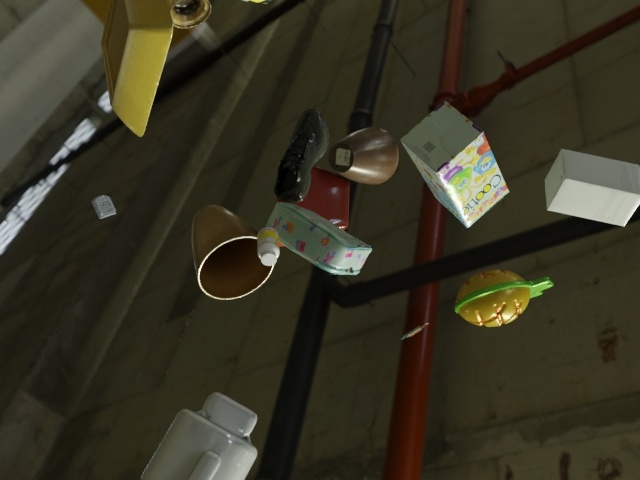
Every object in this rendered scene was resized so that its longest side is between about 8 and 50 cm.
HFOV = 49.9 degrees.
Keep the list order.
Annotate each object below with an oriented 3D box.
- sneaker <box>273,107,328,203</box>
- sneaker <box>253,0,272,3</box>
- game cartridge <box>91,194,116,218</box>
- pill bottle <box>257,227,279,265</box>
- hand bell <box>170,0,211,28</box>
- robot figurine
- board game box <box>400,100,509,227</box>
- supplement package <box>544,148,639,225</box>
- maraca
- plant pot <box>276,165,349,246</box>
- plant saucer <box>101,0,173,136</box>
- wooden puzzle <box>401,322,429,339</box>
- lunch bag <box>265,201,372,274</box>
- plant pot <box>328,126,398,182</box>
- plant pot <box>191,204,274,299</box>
[{"bbox_3d":[-0.059,-0.242,1.983,0.130,0.109,0.286,-10,116,-71],"label":"sneaker"},{"bbox_3d":[-0.108,-0.659,1.363,0.145,0.147,0.384,25,-84,45],"label":"sneaker"},{"bbox_3d":[-0.550,-0.087,1.744,0.017,0.056,0.083,-19,-174,11],"label":"game cartridge"},{"bbox_3d":[-0.103,0.013,1.362,0.043,0.043,0.083,-34,-148,18],"label":"pill bottle"},{"bbox_3d":[-0.416,-0.751,1.991,0.126,0.126,0.242,-31,-109,23],"label":"hand bell"},{"bbox_3d":[-0.272,0.507,1.487,0.353,0.200,0.300,-60,-179,-16],"label":"robot figurine"},{"bbox_3d":[0.329,-0.177,1.655,0.142,0.275,0.144,-41,-127,3],"label":"board game box"},{"bbox_3d":[0.608,-0.119,1.536,0.105,0.179,0.105,102,1,-49],"label":"supplement package"},{"bbox_3d":[0.328,0.100,1.236,0.127,0.186,0.099,118,-40,-64],"label":"maraca"},{"bbox_3d":[-0.029,-0.123,2.551,0.267,0.236,0.267,134,-40,-70],"label":"plant pot"},{"bbox_3d":[-0.441,-0.470,1.598,0.333,0.081,0.332,-57,-138,44],"label":"plant saucer"},{"bbox_3d":[0.241,0.233,1.758,0.083,0.049,0.006,-38,-109,25],"label":"wooden puzzle"},{"bbox_3d":[0.000,0.000,1.934,0.279,0.224,0.107,33,-81,24],"label":"lunch bag"},{"bbox_3d":[0.135,-0.303,2.487,0.215,0.215,0.230,-24,174,33],"label":"plant pot"},{"bbox_3d":[-0.295,0.011,2.093,0.237,0.237,0.254,-41,-134,6],"label":"plant pot"}]
